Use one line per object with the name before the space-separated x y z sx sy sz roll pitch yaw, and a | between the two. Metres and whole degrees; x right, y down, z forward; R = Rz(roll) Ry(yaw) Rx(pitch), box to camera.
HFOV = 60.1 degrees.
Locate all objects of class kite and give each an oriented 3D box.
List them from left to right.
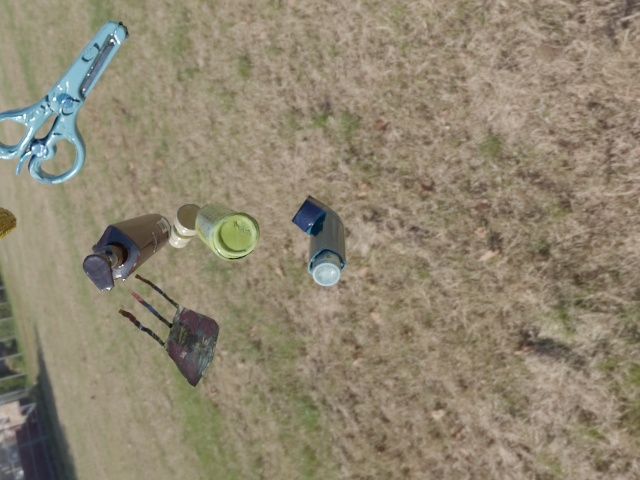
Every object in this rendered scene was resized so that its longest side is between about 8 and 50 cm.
kite | -0.402 0.245 1.518 0.022 0.360 0.204 -8 50 32

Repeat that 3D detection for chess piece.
chess piece | -0.426 -0.035 1.739 0.170 0.094 0.094 -45 62 52

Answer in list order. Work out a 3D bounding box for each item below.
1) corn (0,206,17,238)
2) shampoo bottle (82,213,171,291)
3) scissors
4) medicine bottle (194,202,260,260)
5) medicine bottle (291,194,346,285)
corn | -0.879 -0.012 1.368 0.106 0.293 0.106 5 116 11
shampoo bottle | -0.275 0.011 0.794 0.068 0.067 0.236 44 -171 -7
scissors | -0.476 -0.253 1.036 0.393 0.180 0.032 -41 39 23
medicine bottle | -0.243 -0.027 1.395 0.239 0.124 0.124 -157 61 -65
medicine bottle | 0.000 0.000 1.277 0.079 0.124 0.258 -52 21 26
